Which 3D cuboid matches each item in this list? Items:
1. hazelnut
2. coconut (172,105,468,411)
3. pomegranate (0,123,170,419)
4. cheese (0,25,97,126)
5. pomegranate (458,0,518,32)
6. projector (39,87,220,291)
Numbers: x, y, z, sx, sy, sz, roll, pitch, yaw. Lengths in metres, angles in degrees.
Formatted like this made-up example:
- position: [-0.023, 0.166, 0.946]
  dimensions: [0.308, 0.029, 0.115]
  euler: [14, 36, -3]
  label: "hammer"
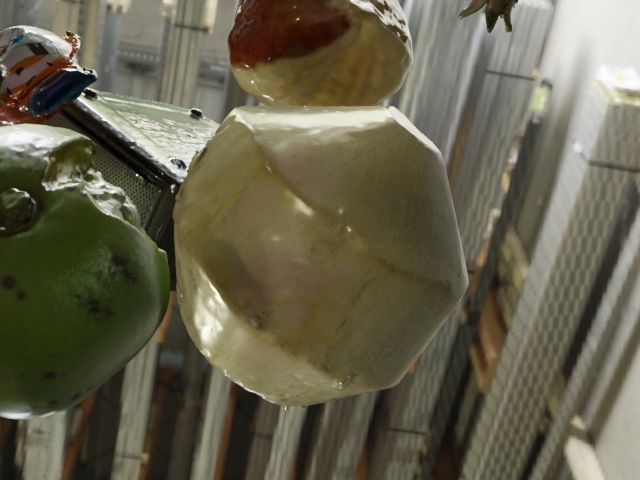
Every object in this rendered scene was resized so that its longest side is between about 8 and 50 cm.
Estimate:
- position: [0.006, -0.283, 1.366]
  dimensions: [0.241, 0.261, 0.261]
  euler: [-17, 62, 55]
  label: "hazelnut"
- position: [0.000, 0.000, 1.155]
  dimensions: [0.352, 0.353, 0.352]
  euler: [-171, 90, -85]
  label: "coconut"
- position: [-0.242, 0.036, 0.841]
  dimensions: [0.302, 0.236, 0.235]
  euler: [110, 167, -73]
  label: "pomegranate"
- position: [-0.432, -0.240, 1.516]
  dimensions: [0.329, 0.217, 0.129]
  euler: [26, 153, 54]
  label: "cheese"
- position: [0.268, -0.400, 1.408]
  dimensions: [0.224, 0.182, 0.181]
  euler: [114, 165, -44]
  label: "pomegranate"
- position: [-0.285, -0.097, 1.877]
  dimensions: [0.395, 0.405, 0.242]
  euler: [4, -64, -54]
  label: "projector"
